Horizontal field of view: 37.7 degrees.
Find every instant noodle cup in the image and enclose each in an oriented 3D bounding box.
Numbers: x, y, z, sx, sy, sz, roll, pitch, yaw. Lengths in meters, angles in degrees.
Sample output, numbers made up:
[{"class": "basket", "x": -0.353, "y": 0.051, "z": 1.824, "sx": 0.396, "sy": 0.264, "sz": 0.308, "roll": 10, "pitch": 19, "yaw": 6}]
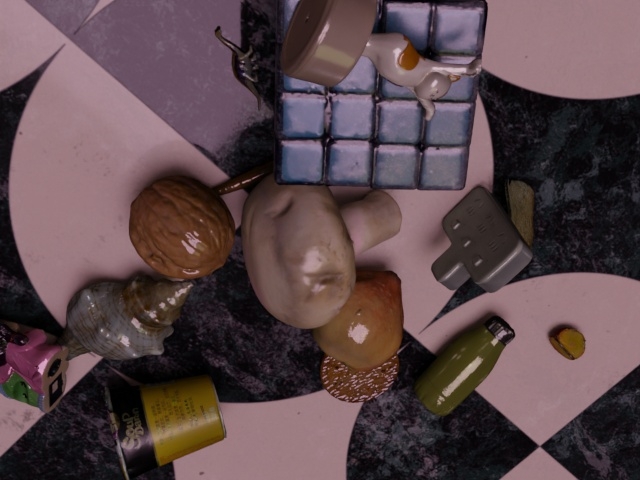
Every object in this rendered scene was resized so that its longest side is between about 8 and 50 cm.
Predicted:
[{"class": "instant noodle cup", "x": -0.336, "y": 0.389, "z": 2.033, "sx": 0.236, "sy": 0.215, "sz": 0.216, "roll": -15, "pitch": 119, "yaw": -13}]

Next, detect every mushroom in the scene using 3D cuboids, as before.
[{"class": "mushroom", "x": -0.036, "y": -0.001, "z": 1.849, "sx": 0.315, "sy": 0.356, "sz": 0.315, "roll": 8, "pitch": 122, "yaw": 12}]

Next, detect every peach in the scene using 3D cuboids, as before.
[{"class": "peach", "x": 0.576, "y": 0.241, "z": 2.203, "sx": 0.083, "sy": 0.050, "sz": 0.078, "roll": 2, "pitch": 93, "yaw": -22}, {"class": "peach", "x": 0.094, "y": 0.161, "z": 1.985, "sx": 0.232, "sy": 0.232, "sz": 0.233, "roll": -4, "pitch": 117, "yaw": -9}]

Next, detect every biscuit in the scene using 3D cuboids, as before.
[{"class": "biscuit", "x": 0.090, "y": 0.291, "z": 2.150, "sx": 0.187, "sy": 0.027, "sz": 0.188, "roll": -4, "pitch": 116, "yaw": -9}]

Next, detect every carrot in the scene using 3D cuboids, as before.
[{"class": "carrot", "x": -0.122, "y": -0.129, "z": 1.886, "sx": 0.254, "sy": 0.049, "sz": 0.049, "roll": -19, "pitch": 119, "yaw": 1}]

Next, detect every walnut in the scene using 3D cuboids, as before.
[{"class": "walnut", "x": -0.264, "y": -0.022, "z": 1.818, "sx": 0.213, "sy": 0.213, "sz": 0.213, "roll": -4, "pitch": 117, "yaw": -9}]

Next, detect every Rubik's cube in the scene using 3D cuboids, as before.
[{"class": "Rubik's cube", "x": 0.086, "y": -0.305, "z": 1.650, "sx": 0.337, "sy": 0.344, "sz": 0.345, "roll": 0, "pitch": 118, "yaw": -2}]

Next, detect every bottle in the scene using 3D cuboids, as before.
[{"class": "bottle", "x": 0.333, "y": 0.281, "z": 2.143, "sx": 0.112, "sy": 0.112, "sz": 0.260, "roll": 36, "pitch": 105, "yaw": -25}]

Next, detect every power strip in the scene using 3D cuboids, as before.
[{"class": "power strip", "x": 0.313, "y": 0.017, "z": 1.919, "sx": 0.059, "sy": 0.265, "sz": 0.193, "roll": 37, "pitch": 107, "yaw": -27}]

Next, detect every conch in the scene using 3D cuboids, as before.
[{"class": "conch", "x": -0.423, "y": 0.172, "z": 1.913, "sx": 0.386, "sy": 0.169, "sz": 0.203, "roll": -31, "pitch": 111, "yaw": 6}]

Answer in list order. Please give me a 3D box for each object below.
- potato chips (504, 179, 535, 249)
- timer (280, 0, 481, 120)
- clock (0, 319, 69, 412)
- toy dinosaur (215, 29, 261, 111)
[{"class": "potato chips", "x": 0.432, "y": -0.054, "z": 2.008, "sx": 0.209, "sy": 0.026, "sz": 0.142, "roll": 43, "pitch": 62, "yaw": -47}, {"class": "timer", "x": 0.095, "y": -0.276, "z": 1.395, "sx": 0.266, "sy": 0.175, "sz": 0.175, "roll": 21, "pitch": 111, "yaw": -20}, {"class": "clock", "x": -0.626, "y": 0.251, "z": 1.932, "sx": 0.195, "sy": 0.100, "sz": 0.194, "roll": 25, "pitch": 132, "yaw": 10}, {"class": "toy dinosaur", "x": -0.138, "y": -0.327, "z": 1.788, "sx": 0.058, "sy": 0.037, "sz": 0.180, "roll": -15, "pitch": 114, "yaw": 24}]
